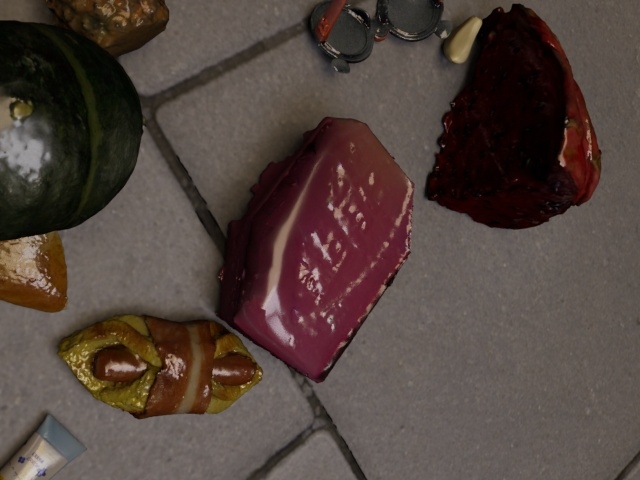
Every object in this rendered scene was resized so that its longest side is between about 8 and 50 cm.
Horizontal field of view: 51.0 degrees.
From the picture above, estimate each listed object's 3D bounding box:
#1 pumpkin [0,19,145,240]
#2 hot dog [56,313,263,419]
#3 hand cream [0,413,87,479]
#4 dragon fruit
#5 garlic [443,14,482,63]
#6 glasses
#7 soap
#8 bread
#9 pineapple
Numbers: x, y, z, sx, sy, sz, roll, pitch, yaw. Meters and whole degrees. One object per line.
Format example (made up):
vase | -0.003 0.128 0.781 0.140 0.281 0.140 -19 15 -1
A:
pumpkin | -0.314 -0.099 0.621 0.300 0.300 0.207 -2 104 -28
hot dog | -0.180 0.153 0.814 0.262 0.093 0.123 4 90 -29
hand cream | -0.350 0.280 0.753 0.170 0.043 0.065 -46 111 -22
dragon fruit | 0.345 -0.190 1.008 0.228 0.286 0.329 20 73 -24
garlic | 0.219 -0.310 1.042 0.041 0.053 0.083 30 90 -9
glasses | 0.123 -0.347 0.877 0.234 0.268 0.118 -24 84 -24
soap | 0.000 0.000 0.892 0.220 0.127 0.324 43 71 -24
bread | -0.354 0.009 0.742 0.136 0.054 0.154 -4 90 -25
pineapple | -0.277 -0.324 0.738 0.128 0.128 0.248 -39 104 -22
